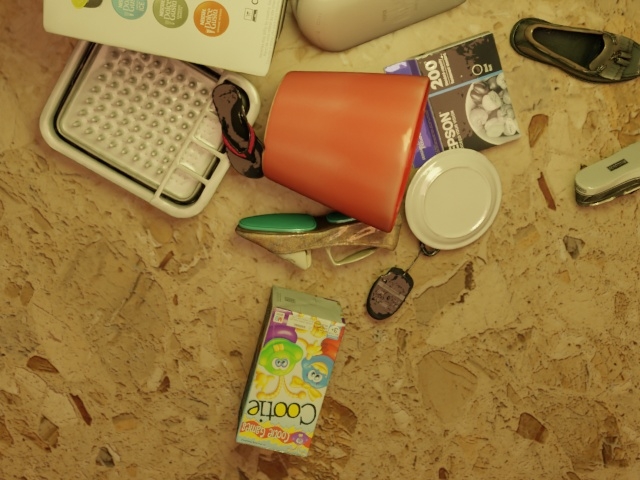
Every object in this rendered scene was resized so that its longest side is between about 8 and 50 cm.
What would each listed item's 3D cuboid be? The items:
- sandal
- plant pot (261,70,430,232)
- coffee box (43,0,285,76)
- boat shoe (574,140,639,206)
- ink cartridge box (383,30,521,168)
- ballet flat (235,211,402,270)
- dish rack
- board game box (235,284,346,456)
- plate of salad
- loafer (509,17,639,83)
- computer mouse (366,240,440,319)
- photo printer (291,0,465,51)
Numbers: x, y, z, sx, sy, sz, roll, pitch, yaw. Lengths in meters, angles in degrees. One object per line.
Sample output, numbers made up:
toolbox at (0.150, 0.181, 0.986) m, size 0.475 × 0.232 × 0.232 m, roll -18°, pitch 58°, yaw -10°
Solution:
sandal at (-0.146, -0.189, 1.338) m, size 0.067 × 0.040 × 0.179 m, roll -21°, pitch 102°, yaw 2°
plant pot at (0.041, -0.173, 1.322) m, size 0.243 × 0.275 × 0.274 m, roll 14°, pitch 102°, yaw 7°
coffee box at (-0.201, -0.483, 1.153) m, size 0.335 × 0.338 × 0.337 m, roll 11°, pitch 118°, yaw -5°
boat shoe at (0.587, -0.129, 1.454) m, size 0.220 × 0.077 × 0.070 m, roll -20°, pitch 137°, yaw -2°
ink cartridge box at (0.246, -0.258, 1.416) m, size 0.208 × 0.045 × 0.206 m, roll -19°, pitch 103°, yaw 3°
ballet flat at (0.000, 0.000, 1.433) m, size 0.316 × 0.107 × 0.106 m, roll -5°, pitch 110°, yaw -1°
dish rack at (-0.305, -0.230, 1.379) m, size 0.333 × 0.072 × 0.285 m, roll 30°, pitch 100°, yaw -9°
board game box at (-0.059, 0.249, 1.463) m, size 0.142 × 0.144 × 0.275 m, roll 15°, pitch 102°, yaw -7°
plate of salad at (0.250, -0.079, 1.442) m, size 0.200 × 0.048 × 0.199 m, roll -6°, pitch 111°, yaw -15°
loafer at (0.482, -0.344, 1.387) m, size 0.268 × 0.084 × 0.096 m, roll 11°, pitch 102°, yaw -5°
computer mouse at (0.169, 0.051, 1.490) m, size 0.071 × 0.041 × 0.242 m, roll 36°, pitch 92°, yaw -8°
photo printer at (0.101, -0.427, 1.266) m, size 0.308 × 0.256 × 0.107 m, roll -21°, pitch 83°, yaw 1°
